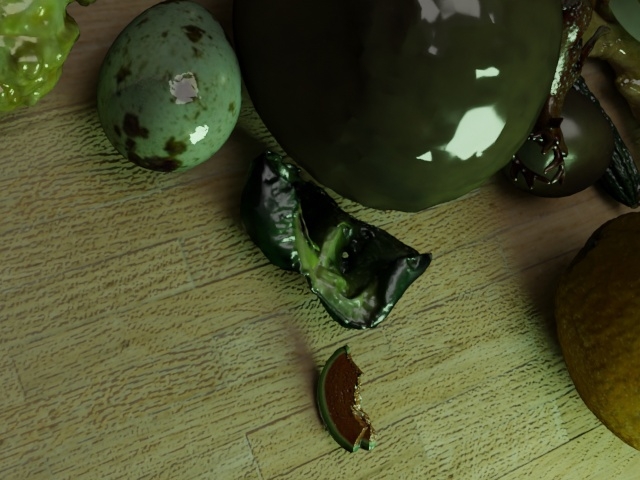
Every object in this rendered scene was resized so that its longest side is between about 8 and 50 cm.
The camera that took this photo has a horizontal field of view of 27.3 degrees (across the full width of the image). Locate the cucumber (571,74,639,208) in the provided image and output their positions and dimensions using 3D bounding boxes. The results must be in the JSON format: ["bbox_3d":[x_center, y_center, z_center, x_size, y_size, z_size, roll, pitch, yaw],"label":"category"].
[{"bbox_3d":[0.411,-0.163,2.002,0.265,0.077,0.077,52,55,-15],"label":"cucumber"}]

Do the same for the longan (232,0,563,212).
[{"bbox_3d":[0.090,-0.267,1.590,0.404,0.404,0.435,10,57,-32],"label":"longan"}]

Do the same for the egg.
[{"bbox_3d":[-0.175,-0.186,1.546,0.169,0.169,0.231,24,52,-27],"label":"egg"}]

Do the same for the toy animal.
[{"bbox_3d":[0.308,-0.224,1.726,0.260,0.087,0.243,-53,144,-42],"label":"toy animal"}]

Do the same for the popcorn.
[{"bbox_3d":[-0.360,-0.261,1.427,0.255,0.195,0.256,-3,98,-30],"label":"popcorn"}]

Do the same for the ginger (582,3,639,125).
[{"bbox_3d":[0.515,-0.319,2.100,0.348,0.122,0.363,55,49,-12],"label":"ginger"}]

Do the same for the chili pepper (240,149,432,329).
[{"bbox_3d":[-0.006,-0.002,1.657,0.264,0.116,0.148,39,70,-19],"label":"chili pepper"}]

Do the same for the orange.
[{"bbox_3d":[0.490,0.128,1.828,0.357,0.322,0.322,45,57,-9],"label":"orange"}]

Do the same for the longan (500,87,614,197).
[{"bbox_3d":[0.325,-0.145,1.880,0.189,0.189,0.189,10,72,-32],"label":"longan"}]

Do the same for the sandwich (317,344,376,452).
[{"bbox_3d":[0.031,0.197,1.643,0.029,0.067,0.135,-10,94,-59],"label":"sandwich"}]

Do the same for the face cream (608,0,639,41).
[{"bbox_3d":[0.561,-0.416,1.980,0.218,0.179,0.218,8,71,-25],"label":"face cream"}]
